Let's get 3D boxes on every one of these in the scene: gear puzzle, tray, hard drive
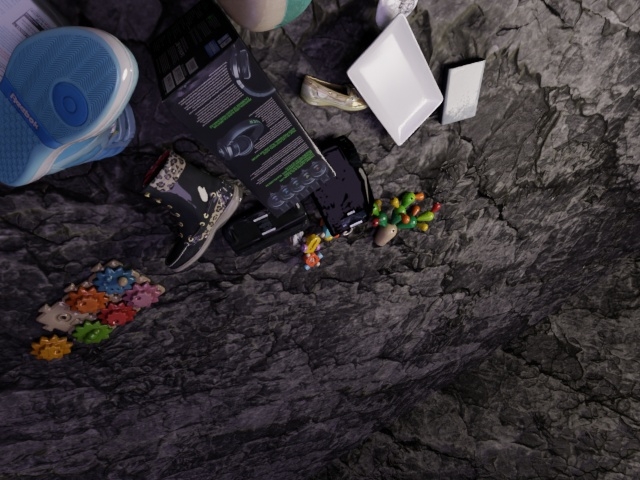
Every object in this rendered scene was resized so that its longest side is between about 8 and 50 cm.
[{"bbox_3d":[-0.547,0.184,0.960,0.339,0.044,0.175,-36,136,6],"label":"gear puzzle"},{"bbox_3d":[0.157,-0.319,0.847,0.145,0.030,0.270,-45,144,10],"label":"tray"},{"bbox_3d":[0.323,-0.342,0.948,0.094,0.022,0.135,-18,135,-12],"label":"hard drive"}]

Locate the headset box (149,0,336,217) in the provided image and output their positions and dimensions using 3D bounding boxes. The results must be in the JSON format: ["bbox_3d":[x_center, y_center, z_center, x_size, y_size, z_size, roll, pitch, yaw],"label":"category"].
[{"bbox_3d":[-0.121,-0.208,0.678,0.131,0.246,0.283,-36,135,7],"label":"headset box"}]

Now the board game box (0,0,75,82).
[{"bbox_3d":[-0.520,-0.264,0.532,0.303,0.097,0.224,-35,135,3],"label":"board game box"}]

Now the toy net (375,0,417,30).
[{"bbox_3d":[0.179,-0.483,0.734,0.122,0.045,0.232,16,122,-39],"label":"toy net"}]

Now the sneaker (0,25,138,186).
[{"bbox_3d":[-0.328,-0.200,0.596,0.319,0.208,0.127,-18,106,30],"label":"sneaker"}]

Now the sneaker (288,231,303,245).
[{"bbox_3d":[-0.061,-0.026,1.037,0.037,0.032,0.083,-24,141,-30],"label":"sneaker"}]

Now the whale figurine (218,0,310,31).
[{"bbox_3d":[-0.088,-0.429,0.539,0.141,0.216,0.271,-26,110,-20],"label":"whale figurine"}]

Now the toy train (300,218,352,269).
[{"bbox_3d":[0.000,0.000,1.080,0.166,0.046,0.125,-43,151,6],"label":"toy train"}]

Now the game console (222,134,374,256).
[{"bbox_3d":[-0.059,-0.077,0.954,0.362,0.044,0.213,-25,121,3],"label":"game console"}]

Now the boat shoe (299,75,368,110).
[{"bbox_3d":[0.035,-0.295,0.820,0.153,0.056,0.048,1,133,-19],"label":"boat shoe"}]

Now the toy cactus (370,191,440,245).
[{"bbox_3d":[0.209,-0.049,1.112,0.219,0.112,0.180,-6,142,-34],"label":"toy cactus"}]

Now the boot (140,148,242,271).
[{"bbox_3d":[-0.296,-0.057,0.845,0.236,0.085,0.179,-49,131,10],"label":"boot"}]
